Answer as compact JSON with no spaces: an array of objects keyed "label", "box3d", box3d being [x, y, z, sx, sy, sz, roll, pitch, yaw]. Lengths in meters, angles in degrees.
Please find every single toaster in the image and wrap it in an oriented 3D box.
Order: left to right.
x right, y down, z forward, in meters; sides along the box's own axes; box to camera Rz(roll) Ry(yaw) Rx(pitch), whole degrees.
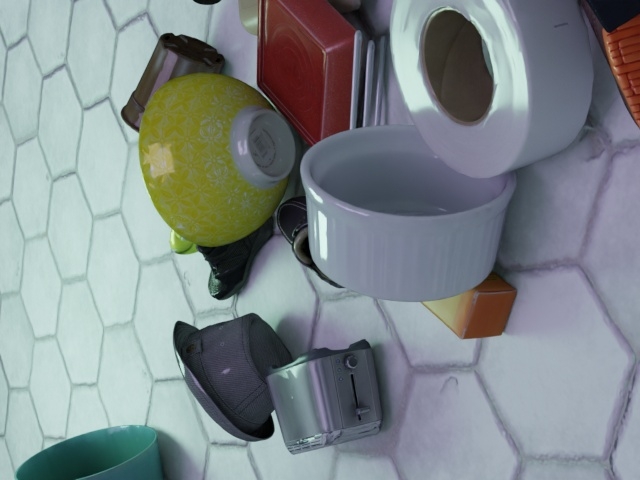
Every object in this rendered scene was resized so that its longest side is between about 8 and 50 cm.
[{"label":"toaster","box3d":[0.003,0.247,1.940,0.227,0.129,0.146,-27,73,56]}]

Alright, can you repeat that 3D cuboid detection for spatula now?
[{"label":"spatula","box3d":[0.068,-0.178,1.799,0.019,0.168,0.242,6,96,20]}]

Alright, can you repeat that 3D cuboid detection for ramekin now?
[{"label":"ramekin","box3d":[0.110,-0.036,1.625,0.277,0.277,0.135,40,136,48]}]

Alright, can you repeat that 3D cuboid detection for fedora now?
[{"label":"fedora","box3d":[-0.129,0.206,2.098,0.124,0.244,0.275,-40,19,13]}]

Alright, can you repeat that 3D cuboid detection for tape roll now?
[{"label":"tape roll","box3d":[0.204,-0.223,1.530,0.286,0.100,0.286,42,142,45]}]

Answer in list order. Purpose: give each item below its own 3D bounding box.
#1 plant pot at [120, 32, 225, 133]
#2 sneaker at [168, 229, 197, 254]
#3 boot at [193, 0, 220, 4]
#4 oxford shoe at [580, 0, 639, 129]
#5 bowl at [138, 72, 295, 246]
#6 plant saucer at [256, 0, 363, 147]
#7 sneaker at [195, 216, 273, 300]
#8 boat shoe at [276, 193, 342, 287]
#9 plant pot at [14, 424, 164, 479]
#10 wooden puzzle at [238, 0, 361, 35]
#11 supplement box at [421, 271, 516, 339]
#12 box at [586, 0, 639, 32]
[{"label":"plant pot","box3d":[-0.258,-0.277,2.268,0.167,0.167,0.165,48,123,43]},{"label":"sneaker","box3d":[-0.229,-0.067,2.291,0.240,0.091,0.126,-38,62,52]},{"label":"boot","box3d":[-0.185,-0.583,2.095,0.264,0.096,0.280,86,-179,-64]},{"label":"oxford shoe","box3d":[0.353,-0.276,1.398,0.133,0.130,0.364,128,131,-82]},{"label":"bowl","box3d":[-0.134,-0.142,2.000,0.156,0.289,0.290,-10,85,40]},{"label":"plant saucer","box3d":[-0.030,-0.271,1.927,0.258,0.047,0.259,50,150,36]},{"label":"sneaker","box3d":[-0.181,0.023,2.195,0.227,0.130,0.087,-58,46,45]},{"label":"boat shoe","box3d":[0.000,0.000,1.949,0.285,0.092,0.103,38,125,49]},{"label":"plant pot","box3d":[-0.441,0.537,2.514,0.293,0.293,0.235,1,108,56]},{"label":"wooden puzzle","box3d":[-0.034,-0.517,1.973,0.322,0.080,0.348,-1,97,57]},{"label":"supplement box","box3d":[0.164,0.044,1.722,0.233,0.080,0.078,42,126,45]},{"label":"box","box3d":[0.318,-0.445,1.225,0.312,0.179,0.343,-31,62,15]}]
